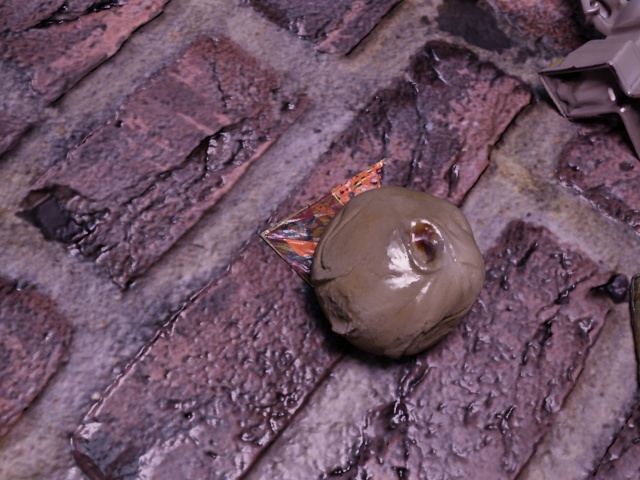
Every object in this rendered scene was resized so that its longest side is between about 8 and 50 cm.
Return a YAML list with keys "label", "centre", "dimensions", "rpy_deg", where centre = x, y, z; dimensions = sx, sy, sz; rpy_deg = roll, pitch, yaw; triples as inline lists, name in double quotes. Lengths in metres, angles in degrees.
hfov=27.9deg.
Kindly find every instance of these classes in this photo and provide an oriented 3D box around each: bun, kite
- label: "bun"
  centre: [0.079, 0.022, 1.231]
  dimensions: [0.167, 0.113, 0.173]
  rpy_deg: [4, 60, -16]
- label: "kite"
  centre: [0.000, 0.001, 1.304]
  dimensions: [0.125, 0.008, 0.222]
  rpy_deg: [8, 59, -3]

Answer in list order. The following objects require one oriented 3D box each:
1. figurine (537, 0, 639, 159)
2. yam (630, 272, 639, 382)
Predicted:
- label: "figurine"
  centre: [0.396, -0.229, 1.419]
  dimensions: [0.308, 0.143, 0.308]
  rpy_deg: [4, 76, -16]
- label: "yam"
  centre: [0.324, 0.094, 1.280]
  dimensions: [0.033, 0.027, 0.129]
  rpy_deg: [33, 48, -34]
